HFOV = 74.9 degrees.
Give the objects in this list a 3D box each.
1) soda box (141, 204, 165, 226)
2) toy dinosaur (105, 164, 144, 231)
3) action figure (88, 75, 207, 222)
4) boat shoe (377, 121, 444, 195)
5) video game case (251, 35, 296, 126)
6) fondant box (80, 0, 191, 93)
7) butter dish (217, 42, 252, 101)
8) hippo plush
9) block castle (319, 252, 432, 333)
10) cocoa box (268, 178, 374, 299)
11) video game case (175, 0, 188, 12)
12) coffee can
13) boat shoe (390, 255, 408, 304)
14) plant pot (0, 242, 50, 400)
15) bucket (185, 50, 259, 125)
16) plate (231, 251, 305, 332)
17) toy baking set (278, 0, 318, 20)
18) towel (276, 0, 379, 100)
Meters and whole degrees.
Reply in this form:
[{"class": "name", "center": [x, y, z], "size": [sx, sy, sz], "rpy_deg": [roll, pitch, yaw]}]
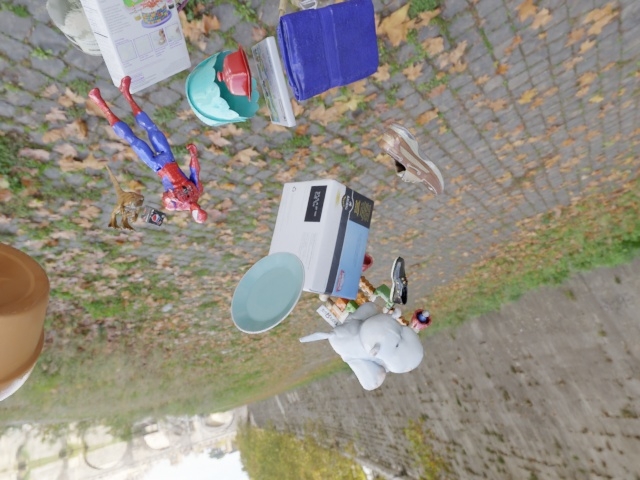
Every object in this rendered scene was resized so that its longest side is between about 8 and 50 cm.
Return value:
[{"class": "soda box", "center": [-0.663, -0.098, 1.654], "size": [0.053, 0.059, 0.169], "rpy_deg": [23, 177, -32]}, {"class": "toy dinosaur", "center": [-0.408, -0.081, 0.880], "size": [0.064, 0.112, 0.212], "rpy_deg": [16, -175, -46]}, {"class": "action figure", "center": [-0.272, -0.153, 0.713], "size": [0.092, 0.280, 0.139], "rpy_deg": [-39, -167, -28]}, {"class": "boat shoe", "center": [0.310, -0.261, 1.450], "size": [0.116, 0.123, 0.324], "rpy_deg": [-45, 116, 4]}, {"class": "video game case", "center": [-0.194, -0.639, 1.714], "size": [0.036, 0.328, 0.300], "rpy_deg": [-21, -157, -13]}, {"class": "fondant box", "center": [-0.547, -0.648, 1.249], "size": [0.238, 0.096, 0.330], "rpy_deg": [-43, 150, -31]}, {"class": "butter dish", "center": [-0.324, -0.616, 1.556], "size": [0.119, 0.159, 0.160], "rpy_deg": [-14, 163, -13]}, {"class": "hippo plush", "center": [0.157, 0.247, 1.137], "size": [0.237, 0.294, 0.234], "rpy_deg": [-38, -166, 54]}, {"class": "block castle", "center": [0.236, 0.277, 1.849], "size": [0.303, 0.453, 0.212], "rpy_deg": [-25, 153, -40]}, {"class": "cocoa box", "center": [0.000, 0.000, 1.379], "size": [0.232, 0.346, 0.228], "rpy_deg": [4, 169, 43]}, {"class": "video game case", "center": [-0.522, -0.888, 1.394], "size": [0.210, 0.231, 0.042], "rpy_deg": [34, 158, -16]}, {"class": "coffee can", "center": [-0.783, -0.754, 1.411], "size": [0.202, 0.201, 0.275], "rpy_deg": [-9, -164, -21]}, {"class": "boat shoe", "center": [0.206, 0.103, 1.068], "size": [0.042, 0.132, 0.049], "rpy_deg": [15, -153, 36]}, {"class": "plant pot", "center": [-0.644, 0.134, 0.763], "size": [0.203, 0.290, 0.291], "rpy_deg": [-49, 150, 19]}, {"class": "bucket", "center": [-0.408, -0.617, 1.737], "size": [0.183, 0.280, 0.281], "rpy_deg": [-11, 166, 31]}, {"class": "plate", "center": [-0.106, 0.108, 0.866], "size": [0.188, 0.188, 0.024], "rpy_deg": [-24, 134, 22]}, {"class": "toy baking set", "center": [-0.078, -0.877, 1.516], "size": [0.197, 0.255, 0.030], "rpy_deg": [6, 170, 40]}, {"class": "towel", "center": [0.027, -0.564, 1.224], "size": [0.309, 0.076, 0.227], "rpy_deg": [-27, 127, -22]}]
